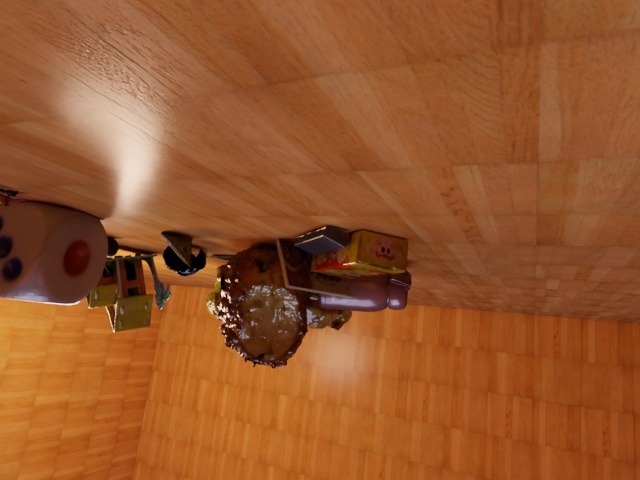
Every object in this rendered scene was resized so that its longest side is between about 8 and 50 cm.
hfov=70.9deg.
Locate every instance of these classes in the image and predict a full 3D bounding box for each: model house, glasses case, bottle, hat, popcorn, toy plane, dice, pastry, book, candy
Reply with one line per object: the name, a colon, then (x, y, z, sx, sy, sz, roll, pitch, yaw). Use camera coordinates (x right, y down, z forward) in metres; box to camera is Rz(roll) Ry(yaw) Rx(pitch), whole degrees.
model house: (-0.806, 0.219, 1.844, 0.301, 0.323, 0.340, -7, 180, -41)
glasses case: (-0.001, 0.000, 1.143, 0.072, 0.042, 0.191, 19, 165, -22)
bottle: (0.146, 0.146, 1.477, 0.297, 0.173, 0.206, 5, 149, 10)
hat: (-0.435, 0.013, 1.433, 0.146, 0.067, 0.146, 43, 161, 19)
popcorn: (-0.021, 0.225, 1.701, 0.332, 0.225, 0.265, 36, 174, -15)
toy plane: (-0.761, -0.113, 1.038, 0.060, 0.037, 0.145, -10, 159, 24)
dice: (-0.775, 0.039, 1.243, 0.252, 0.258, 0.243, 5, 167, 13)
pastry: (-0.195, 0.197, 1.470, 0.293, 0.404, 0.337, -8, -159, -12)
book: (-0.016, 0.084, 1.311, 0.232, 0.162, 0.022, 14, 136, -35)
candy: (0.094, 0.044, 1.191, 0.146, 0.087, 0.276, 13, 168, -22)
popcorn: (-0.399, 0.247, 2.074, 0.277, 0.276, 0.225, 5, 164, 7)

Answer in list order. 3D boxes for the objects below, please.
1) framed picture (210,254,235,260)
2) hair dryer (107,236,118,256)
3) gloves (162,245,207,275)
framed picture: (-0.327, 0.079, 1.810, 0.142, 0.011, 0.183, 0, 167, 30)
hair dryer: (-0.867, 0.011, 1.656, 0.248, 0.070, 0.114, 5, 169, 29)
gloves: (-0.486, 0.076, 1.658, 0.165, 0.124, 0.203, 21, 168, 27)
